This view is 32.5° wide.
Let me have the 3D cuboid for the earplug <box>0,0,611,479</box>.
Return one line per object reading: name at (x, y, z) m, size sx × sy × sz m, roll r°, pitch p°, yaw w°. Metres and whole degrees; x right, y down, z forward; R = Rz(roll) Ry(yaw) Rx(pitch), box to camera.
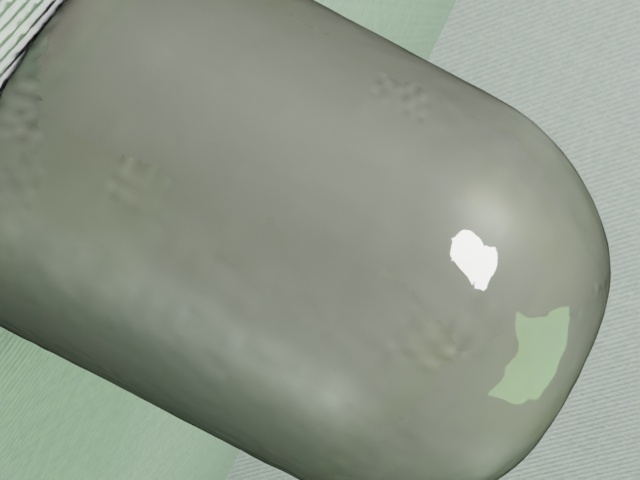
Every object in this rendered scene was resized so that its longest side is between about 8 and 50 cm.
earplug at (0.000, 0.000, 0.773) m, size 0.312 × 0.394 × 0.312 m, roll -62°, pitch 172°, yaw -15°
